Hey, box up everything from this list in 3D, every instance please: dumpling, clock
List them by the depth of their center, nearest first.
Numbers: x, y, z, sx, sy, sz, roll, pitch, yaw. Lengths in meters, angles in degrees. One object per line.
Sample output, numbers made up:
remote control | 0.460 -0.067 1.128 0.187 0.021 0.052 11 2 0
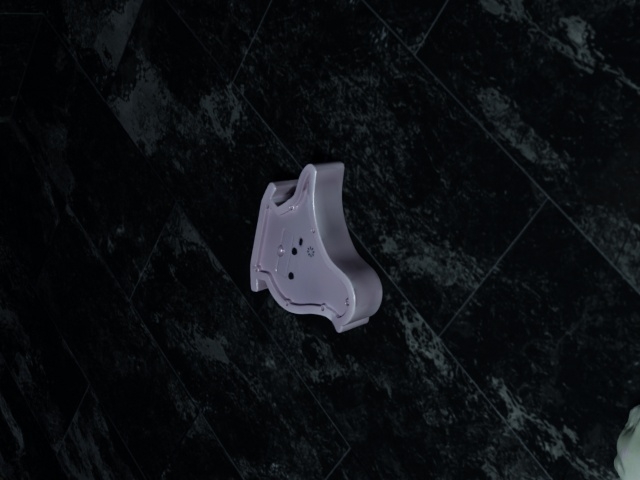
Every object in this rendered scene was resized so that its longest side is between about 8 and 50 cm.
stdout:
dumpling | 0.452 0.307 1.342 0.127 0.108 0.188 -144 36 -63
clock | 0.000 0.000 1.757 0.275 0.080 0.290 28 119 39
